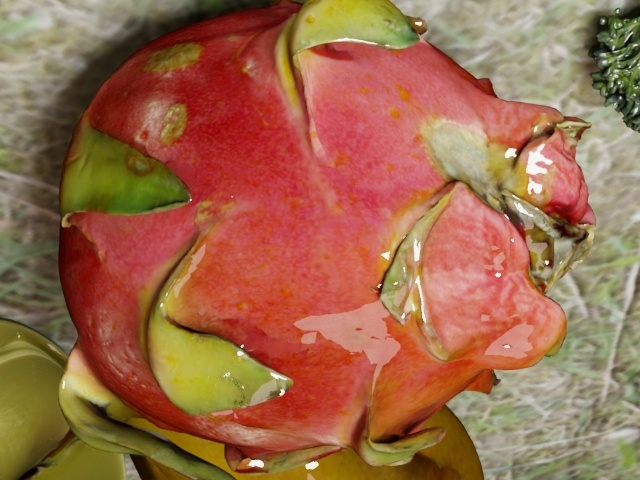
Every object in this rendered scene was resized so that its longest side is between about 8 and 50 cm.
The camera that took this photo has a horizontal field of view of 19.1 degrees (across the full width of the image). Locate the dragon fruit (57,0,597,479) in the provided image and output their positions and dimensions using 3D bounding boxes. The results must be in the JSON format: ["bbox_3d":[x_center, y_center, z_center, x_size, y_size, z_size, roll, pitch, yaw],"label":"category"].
[{"bbox_3d":[-0.005,0.000,0.815,0.224,0.224,0.227,19,173,-36],"label":"dragon fruit"}]

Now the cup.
[{"bbox_3d":[-0.191,0.150,0.996,0.155,0.176,0.131,-30,178,27],"label":"cup"}]

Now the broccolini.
[{"bbox_3d":[0.191,-0.143,0.862,0.067,0.058,0.216,-27,152,-51],"label":"broccolini"}]

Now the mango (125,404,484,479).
[{"bbox_3d":[-0.010,0.112,1.021,0.236,0.166,0.136,34,79,-22],"label":"mango"}]
